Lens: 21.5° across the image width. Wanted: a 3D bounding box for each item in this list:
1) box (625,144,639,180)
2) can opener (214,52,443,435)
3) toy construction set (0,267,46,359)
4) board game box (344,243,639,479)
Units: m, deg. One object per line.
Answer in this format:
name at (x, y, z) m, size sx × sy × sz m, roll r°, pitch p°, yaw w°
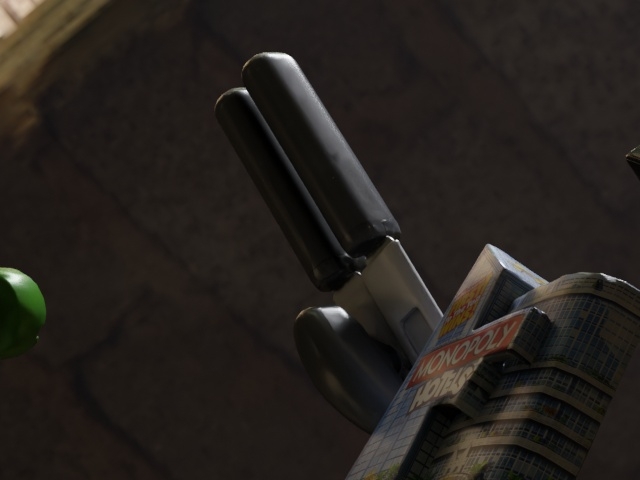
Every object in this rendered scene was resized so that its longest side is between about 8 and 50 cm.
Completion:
box at (0.340, -0.044, 1.045) m, size 0.103 × 0.184 × 0.261 m, roll 52°, pitch -4°, yaw -23°
can opener at (0.000, 0.000, 1.109) m, size 0.095 × 0.076 × 0.283 m, roll -7°, pitch 58°, yaw -45°
toy construction set at (-0.077, 0.149, 0.692) m, size 0.309 × 0.257 × 0.237 m, roll 56°, pitch 14°, yaw 9°
board game box at (0.097, 0.080, 0.934) m, size 0.060 × 0.194 × 0.194 m, roll 33°, pitch 65°, yaw -10°
